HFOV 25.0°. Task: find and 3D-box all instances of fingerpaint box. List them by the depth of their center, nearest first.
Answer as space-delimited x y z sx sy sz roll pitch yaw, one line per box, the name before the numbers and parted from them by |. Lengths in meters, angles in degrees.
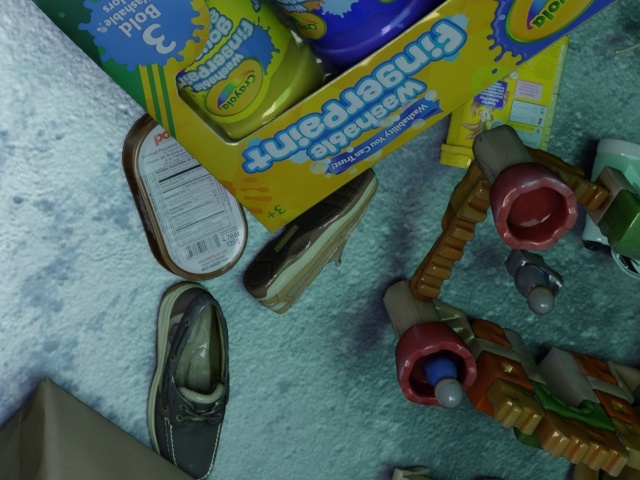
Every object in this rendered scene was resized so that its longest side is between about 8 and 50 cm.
fingerpaint box | 0.013 -0.268 1.326 0.444 0.163 0.371 -33 130 14

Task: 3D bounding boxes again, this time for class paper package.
paper package | -0.192 0.337 1.405 0.325 0.309 0.168 40 100 -25

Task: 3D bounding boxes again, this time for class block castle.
block castle | 0.318 0.093 1.587 0.453 0.213 0.303 19 116 -23

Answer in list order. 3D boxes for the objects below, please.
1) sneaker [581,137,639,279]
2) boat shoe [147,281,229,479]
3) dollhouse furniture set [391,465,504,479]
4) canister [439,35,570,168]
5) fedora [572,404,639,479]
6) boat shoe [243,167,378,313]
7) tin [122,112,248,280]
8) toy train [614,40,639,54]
sneaker | 0.427 -0.017 1.740 0.255 0.094 0.151 17 89 -17
boat shoe | -0.136 0.159 1.534 0.080 0.073 0.224 -2 101 -24
dollhouse furniture set | 0.171 0.348 1.703 0.183 0.129 0.129 8 98 -55
canister | 0.210 -0.159 1.628 0.126 0.073 0.170 9 95 -25
fedora | 0.409 0.300 1.784 0.194 0.194 0.079 -51 152 -8
boat shoe | 0.000 0.000 1.577 0.190 0.068 0.072 -45 127 1
tin | -0.139 -0.048 1.515 0.106 0.040 0.190 -25 109 -22
toy train | 0.453 -0.211 1.720 0.248 0.105 0.143 -26 123 -17
